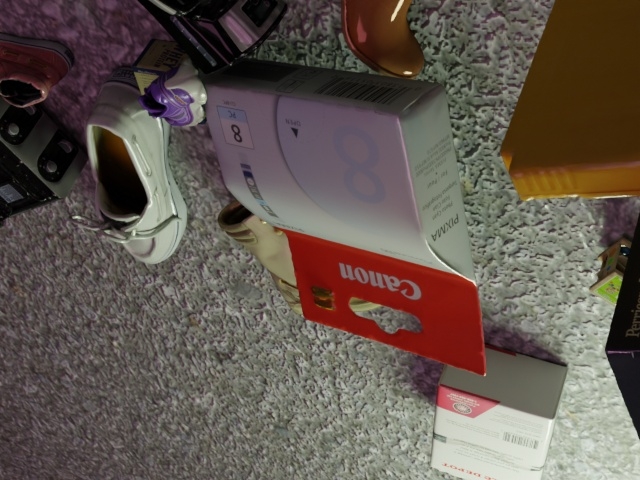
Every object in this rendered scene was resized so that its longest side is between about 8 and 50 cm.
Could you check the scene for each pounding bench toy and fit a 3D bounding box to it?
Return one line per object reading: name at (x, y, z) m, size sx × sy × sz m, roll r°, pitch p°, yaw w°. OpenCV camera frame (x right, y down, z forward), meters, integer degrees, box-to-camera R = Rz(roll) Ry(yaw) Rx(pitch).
pounding bench toy at (0.381, 0.047, 1.347) m, size 0.083 × 0.065 × 0.052 m, roll 32°, pitch 143°, yaw -7°

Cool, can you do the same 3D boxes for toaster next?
toaster at (-0.453, -0.125, 1.605) m, size 0.186 × 0.110 × 0.168 m, roll -15°, pitch 127°, yaw 42°

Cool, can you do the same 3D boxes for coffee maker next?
coffee maker at (-0.144, -0.285, 1.237) m, size 0.178 × 0.120 × 0.171 m, roll 47°, pitch 172°, yaw -24°

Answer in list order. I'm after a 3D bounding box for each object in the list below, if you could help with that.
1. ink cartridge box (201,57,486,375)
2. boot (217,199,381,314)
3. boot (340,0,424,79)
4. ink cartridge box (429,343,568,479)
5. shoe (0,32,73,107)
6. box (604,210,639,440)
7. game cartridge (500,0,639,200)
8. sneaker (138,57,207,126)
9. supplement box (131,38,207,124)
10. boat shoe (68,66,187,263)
ink cartridge box at (0.027, -0.014, 1.305) m, size 0.308 × 0.091 × 0.384 m, roll 14°, pitch 128°, yaw 40°
boot at (0.000, 0.000, 1.503) m, size 0.262 × 0.095 × 0.203 m, roll -12°, pitch 128°, yaw 45°
boot at (0.081, -0.259, 1.144) m, size 0.152 × 0.073 × 0.197 m, roll -19°, pitch 124°, yaw 46°
ink cartridge box at (0.264, 0.270, 1.663) m, size 0.172 × 0.100 × 0.237 m, roll 15°, pitch 142°, yaw 15°
shoe at (-0.423, -0.229, 1.483) m, size 0.178 × 0.081 × 0.063 m, roll 8°, pitch 140°, yaw 23°
box at (0.470, 0.030, 1.038) m, size 0.313 × 0.343 × 0.179 m, roll 0°, pitch 137°, yaw 32°
game cartridge at (0.334, -0.152, 0.945) m, size 0.324 × 0.285 × 0.052 m, roll -3°, pitch 136°, yaw 35°
sneaker at (-0.176, -0.168, 1.279) m, size 0.170 × 0.071 × 0.068 m, roll 139°, pitch 110°, yaw -79°
supplement box at (-0.180, -0.199, 1.392) m, size 0.083 × 0.056 × 0.083 m, roll 11°, pitch 141°, yaw 20°
boat shoe at (-0.272, -0.057, 1.540) m, size 0.136 × 0.156 × 0.367 m, roll 21°, pitch 143°, yaw 8°
